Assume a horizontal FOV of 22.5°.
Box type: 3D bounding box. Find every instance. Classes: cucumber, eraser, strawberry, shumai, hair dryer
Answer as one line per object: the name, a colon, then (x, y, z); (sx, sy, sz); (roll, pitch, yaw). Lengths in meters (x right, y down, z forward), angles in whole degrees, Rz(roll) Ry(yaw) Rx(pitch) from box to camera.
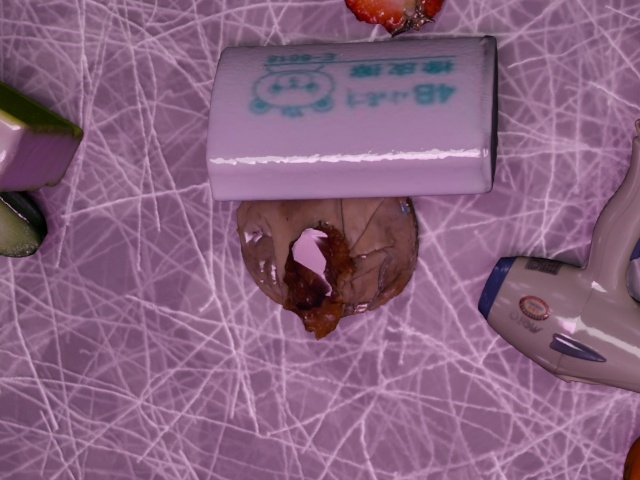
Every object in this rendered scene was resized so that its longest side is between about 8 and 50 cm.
cucumber: (-0.401, -0.060, 1.747); (0.244, 0.063, 0.115); (31, 132, 3)
eraser: (-0.405, -0.151, 1.676); (0.274, 0.210, 0.092); (30, 97, 8)
strawberry: (0.070, -0.278, 1.690); (0.104, 0.048, 0.152); (-40, 72, 14)
shumai: (0.000, 0.000, 1.674); (0.201, 0.120, 0.201); (1, 95, 9)
eraser: (0.036, -0.125, 1.641); (0.290, 0.104, 0.189); (-2, 51, 7)
hair dryer: (0.343, 0.061, 1.600); (0.296, 0.119, 0.298); (42, 122, 1)

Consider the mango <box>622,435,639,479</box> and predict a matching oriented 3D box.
mango: (0.407, 0.247, 1.598); (0.221, 0.151, 0.120); (7, 99, 39)
